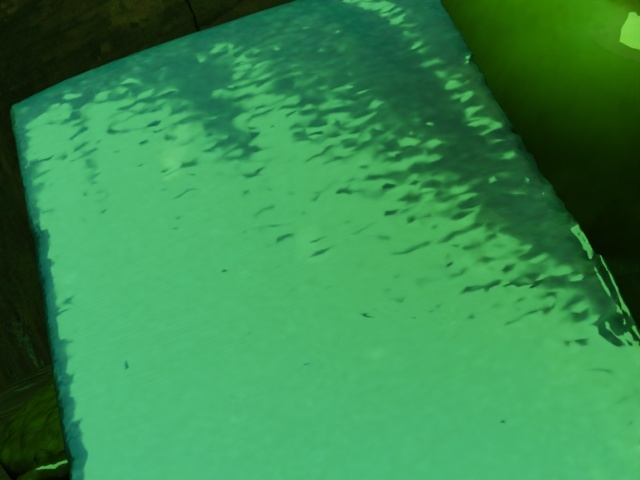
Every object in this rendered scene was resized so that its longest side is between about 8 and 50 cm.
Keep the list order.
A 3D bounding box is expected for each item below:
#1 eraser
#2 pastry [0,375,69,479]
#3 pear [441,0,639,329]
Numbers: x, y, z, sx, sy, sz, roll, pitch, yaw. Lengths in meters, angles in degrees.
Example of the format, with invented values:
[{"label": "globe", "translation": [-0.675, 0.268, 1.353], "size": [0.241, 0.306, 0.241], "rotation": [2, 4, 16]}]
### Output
[{"label": "eraser", "translation": [0.003, 0.036, 0.422], "size": [0.144, 0.042, 0.312], "rotation": [-19, 40, -1]}, {"label": "pastry", "translation": [-0.034, 0.091, 0.824], "size": [0.240, 0.132, 0.235], "rotation": [-31, 11, 6]}, {"label": "pear", "translation": [0.142, -0.042, 0.689], "size": [0.285, 0.284, 0.336], "rotation": [-22, -35, 20]}]
